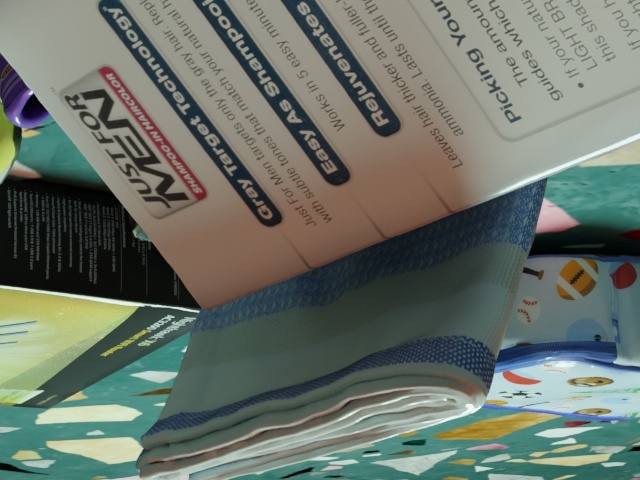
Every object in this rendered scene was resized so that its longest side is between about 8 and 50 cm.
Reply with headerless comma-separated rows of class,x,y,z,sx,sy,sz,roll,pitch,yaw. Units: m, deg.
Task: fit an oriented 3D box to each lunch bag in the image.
lunch bag,0.235,0.095,1.269,0.303,0.115,0.243,12,157,-35

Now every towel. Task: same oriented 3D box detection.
towel,0.024,-0.015,0.700,0.209,0.285,0.034,-20,127,41

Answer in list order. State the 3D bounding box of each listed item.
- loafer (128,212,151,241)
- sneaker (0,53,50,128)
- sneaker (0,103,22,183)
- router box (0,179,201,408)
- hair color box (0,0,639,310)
loafer,0.000,0.000,0.985,0.267,0.084,0.096,3,159,-20
sneaker,-0.085,-0.089,0.739,0.169,0.071,0.068,-10,160,13
sneaker,-0.273,-0.052,0.800,0.208,0.082,0.094,-10,147,-3
router box,-0.252,0.048,1.072,0.242,0.081,0.309,9,157,-33
hair color box,0.040,-0.108,0.546,0.347,0.105,0.174,-22,111,41
